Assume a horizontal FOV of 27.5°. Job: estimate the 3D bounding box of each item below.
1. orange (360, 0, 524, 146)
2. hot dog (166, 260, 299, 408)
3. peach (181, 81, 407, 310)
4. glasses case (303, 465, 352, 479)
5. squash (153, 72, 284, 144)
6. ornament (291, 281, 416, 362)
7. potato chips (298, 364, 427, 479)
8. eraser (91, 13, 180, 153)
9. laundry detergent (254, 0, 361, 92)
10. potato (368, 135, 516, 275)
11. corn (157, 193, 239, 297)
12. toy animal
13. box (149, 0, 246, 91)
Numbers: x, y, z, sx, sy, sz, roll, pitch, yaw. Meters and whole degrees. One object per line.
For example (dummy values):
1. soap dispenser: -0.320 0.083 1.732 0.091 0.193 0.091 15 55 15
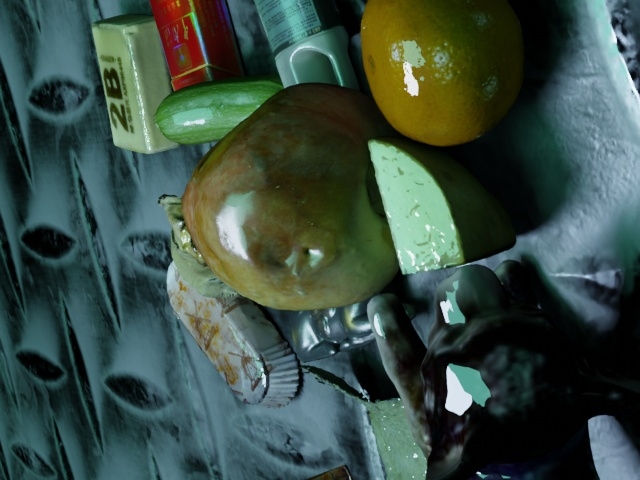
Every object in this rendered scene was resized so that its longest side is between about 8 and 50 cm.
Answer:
1. orange: 0.101 -0.155 1.071 0.156 0.124 0.156 168 90 -79
2. hot dog: -0.112 0.111 1.655 0.253 0.069 0.131 52 136 27
3. peach: -0.029 -0.030 1.198 0.235 0.214 0.214 -14 94 36
4. glasses case: -0.034 0.334 1.633 0.049 0.075 0.218 64 150 7
5. squash: -0.090 -0.142 1.418 0.219 0.077 0.068 0 113 38
6. ornament: 0.000 0.000 1.386 0.202 0.080 0.236 -26 85 58
7. potato chips: 0.069 0.206 1.396 0.228 0.059 0.167 54 159 7
8. eraser: -0.241 -0.204 1.701 0.117 0.058 0.172 18 121 55
9. laundry detergent: -0.004 -0.173 1.296 0.099 0.070 0.226 -23 85 54
10. potato: 0.115 -0.044 1.124 0.081 0.149 0.120 -12 94 28
11. corn: -0.114 0.000 1.465 0.305 0.122 0.123 115 148 -81
12. toy animal: 0.167 0.181 1.026 0.302 0.194 0.344 -159 52 -81
13. box: -0.145 -0.235 1.528 0.112 0.048 0.175 -8 99 60
